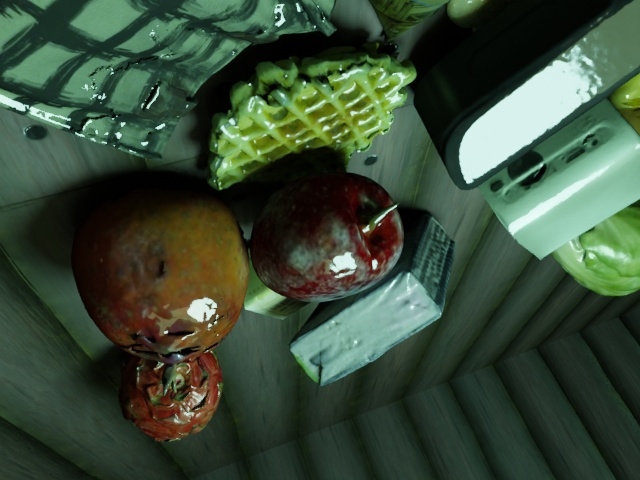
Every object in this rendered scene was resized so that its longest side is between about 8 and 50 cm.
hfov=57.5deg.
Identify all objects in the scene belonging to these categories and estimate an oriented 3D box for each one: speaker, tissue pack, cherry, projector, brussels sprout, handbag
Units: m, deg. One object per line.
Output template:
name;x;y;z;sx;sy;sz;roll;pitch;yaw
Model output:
speaker;0.278;-0.260;0.775;0.388;0.180;0.184;-38;144;28
tissue pack;-0.043;0.046;1.154;0.234;0.125;0.159;-34;152;15
cherry;0.000;0.000;0.930;0.230;0.203;0.300;-23;175;-43
projector;0.416;-0.145;1.051;0.249;0.249;0.248;-37;148;22
brussels sprout;0.728;-0.015;1.469;0.354;0.289;0.281;15;149;-17
handbag;-0.183;-0.240;0.566;0.325;0.163;0.327;-30;158;17
tissue pack;0.124;0.106;1.188;0.288;0.124;0.394;-36;-177;24

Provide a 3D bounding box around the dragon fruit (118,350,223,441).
dragon fruit;-0.328;0.323;1.295;0.240;0.241;0.252;-12;131;-20

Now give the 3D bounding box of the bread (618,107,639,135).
bread;0.617;-0.222;1.166;0.134;0.173;0.085;-3;160;-34

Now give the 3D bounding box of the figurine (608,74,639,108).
figurine;0.576;-0.284;1.029;0.246;0.156;0.131;24;164;-6

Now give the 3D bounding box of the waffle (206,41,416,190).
waffle;-0.020;-0.173;0.859;0.317;0.073;0.297;-15;160;-32

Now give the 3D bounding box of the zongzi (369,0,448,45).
zongzi;0.054;-0.318;0.681;0.220;0.112;0.242;5;168;-24

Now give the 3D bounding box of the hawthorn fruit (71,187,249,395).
hawthorn fruit;-0.235;0.081;0.901;0.276;0.308;0.276;-12;159;-5

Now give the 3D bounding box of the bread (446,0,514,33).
bread;0.259;-0.367;0.789;0.181;0.039;0.251;-22;152;-4
